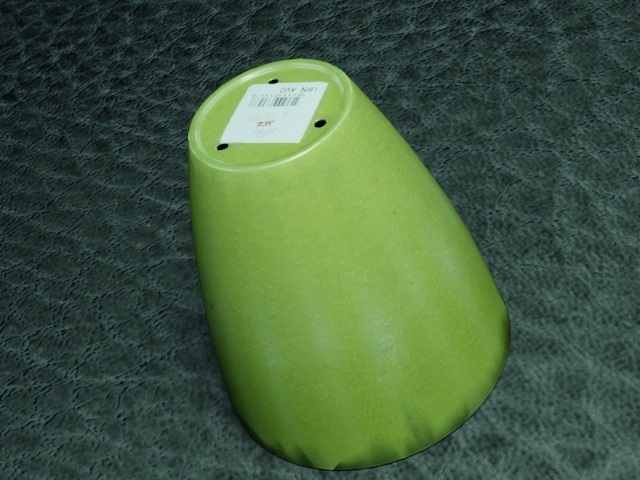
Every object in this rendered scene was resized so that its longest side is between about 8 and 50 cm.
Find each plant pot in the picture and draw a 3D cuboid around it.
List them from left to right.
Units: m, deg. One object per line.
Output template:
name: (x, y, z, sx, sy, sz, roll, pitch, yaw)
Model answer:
plant pot: (0.000, 0.000, 1.000, 0.275, 0.293, 0.275, -13, 42, 12)
